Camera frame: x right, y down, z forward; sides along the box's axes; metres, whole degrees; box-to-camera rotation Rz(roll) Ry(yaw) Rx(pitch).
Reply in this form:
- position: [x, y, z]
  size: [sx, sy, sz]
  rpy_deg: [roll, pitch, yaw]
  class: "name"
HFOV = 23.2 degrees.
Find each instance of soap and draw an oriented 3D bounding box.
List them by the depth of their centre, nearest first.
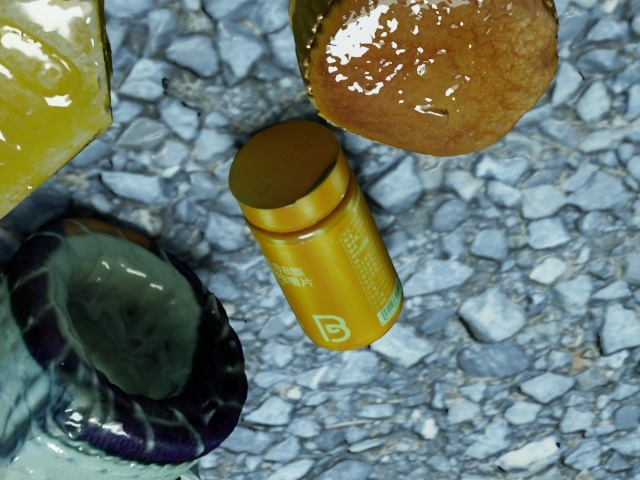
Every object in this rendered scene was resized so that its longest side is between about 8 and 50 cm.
- position: [-0.243, -0.113, 1.124]
  size: [0.257, 0.080, 0.160]
  rpy_deg: [-37, 131, 24]
  class: "soap"

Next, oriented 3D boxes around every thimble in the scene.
- position: [-0.181, 0.107, 1.250]
  size: [0.237, 0.237, 0.150]
  rpy_deg: [23, 127, -31]
  class: "thimble"

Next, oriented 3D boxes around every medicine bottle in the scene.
- position: [0.000, 0.000, 1.277]
  size: [0.096, 0.096, 0.192]
  rpy_deg: [-19, 136, 7]
  class: "medicine bottle"

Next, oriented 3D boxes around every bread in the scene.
- position: [0.078, -0.148, 1.140]
  size: [0.199, 0.104, 0.199]
  rpy_deg: [-6, 133, -7]
  class: "bread"

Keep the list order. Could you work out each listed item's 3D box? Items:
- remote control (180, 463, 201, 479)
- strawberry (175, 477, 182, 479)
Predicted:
- position: [-0.192, 0.289, 1.559]
  size: [0.104, 0.052, 0.247]
  rpy_deg: [12, 131, -21]
  class: "remote control"
- position: [-0.211, 0.219, 1.386]
  size: [0.186, 0.202, 0.184]
  rpy_deg: [-19, 164, 33]
  class: "strawberry"
